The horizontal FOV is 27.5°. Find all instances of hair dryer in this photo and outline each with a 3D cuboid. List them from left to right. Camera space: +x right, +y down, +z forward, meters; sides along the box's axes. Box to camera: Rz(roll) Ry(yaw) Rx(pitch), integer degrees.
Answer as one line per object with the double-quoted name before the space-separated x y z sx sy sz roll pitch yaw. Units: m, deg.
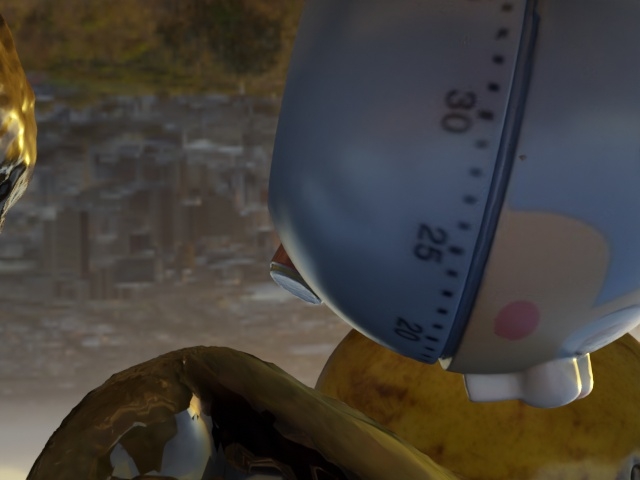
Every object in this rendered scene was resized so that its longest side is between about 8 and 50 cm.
"hair dryer" -0.003 0.006 1.062 0.054 0.106 0.154 28 163 0

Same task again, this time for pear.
"pear" 0.124 0.157 0.919 0.280 0.281 0.281 -2 172 0

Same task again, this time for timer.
"timer" 0.098 -0.006 0.442 0.255 0.175 0.175 35 170 0

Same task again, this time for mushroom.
"mushroom" -0.035 0.172 0.448 0.217 0.212 0.292 -51 149 10

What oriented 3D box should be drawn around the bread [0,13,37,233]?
"bread" -0.221 -0.063 0.513 0.230 0.123 0.230 0 152 0
